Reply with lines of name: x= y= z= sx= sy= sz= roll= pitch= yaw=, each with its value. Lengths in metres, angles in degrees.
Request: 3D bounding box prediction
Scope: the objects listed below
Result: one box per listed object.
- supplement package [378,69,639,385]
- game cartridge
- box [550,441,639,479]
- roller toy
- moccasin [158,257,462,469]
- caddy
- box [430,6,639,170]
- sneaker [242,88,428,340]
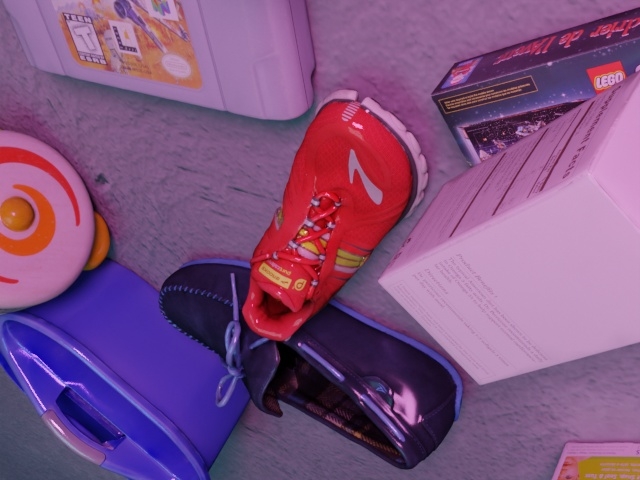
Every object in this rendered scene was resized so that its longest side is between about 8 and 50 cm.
supplement package: x=0.141 y=0.000 z=0.498 sx=0.105 sy=0.105 sz=0.179 roll=46 pitch=143 yaw=-10
game cartridge: x=-0.149 y=-0.206 z=0.642 sx=0.297 sy=0.062 sz=0.198 roll=16 pitch=142 yaw=27
box: x=0.246 y=0.281 z=0.702 sx=0.114 sy=0.203 sz=0.103 roll=-15 pitch=119 yaw=47
roller toy: x=-0.347 y=-0.014 z=0.891 sx=0.146 sy=0.191 sz=0.209 roll=-14 pitch=120 yaw=46
moccasin: x=-0.032 y=0.114 z=0.828 sx=0.342 sy=0.117 sz=0.138 roll=17 pitch=138 yaw=26
caddy: x=-0.257 y=0.187 z=1.043 sx=0.341 sy=0.179 sz=0.241 roll=42 pitch=142 yaw=-5
box: x=0.203 y=-0.060 z=0.510 sx=0.233 sy=0.044 sz=0.159 roll=-8 pitch=124 yaw=44
sneaker: x=0.000 y=0.000 z=0.680 sx=0.107 sy=0.118 sz=0.279 roll=32 pitch=143 yaw=7
